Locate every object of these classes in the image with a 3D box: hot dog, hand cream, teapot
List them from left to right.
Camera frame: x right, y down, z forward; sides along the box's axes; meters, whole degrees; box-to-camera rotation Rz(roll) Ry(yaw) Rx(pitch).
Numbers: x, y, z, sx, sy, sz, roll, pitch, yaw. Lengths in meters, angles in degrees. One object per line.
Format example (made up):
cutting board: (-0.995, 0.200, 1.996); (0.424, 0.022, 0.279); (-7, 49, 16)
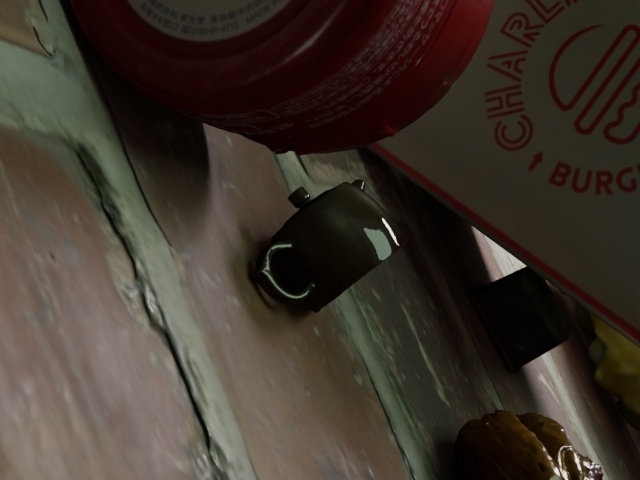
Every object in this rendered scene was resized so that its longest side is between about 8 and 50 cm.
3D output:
hand cream: (-0.023, -0.166, 0.739); (0.149, 0.230, 0.230); (8, 56, -64)
teapot: (0.000, 0.000, 0.803); (0.068, 0.076, 0.121); (52, 48, 2)
hot dog: (0.160, 0.213, 0.879); (0.160, 0.099, 0.226); (39, 32, -48)

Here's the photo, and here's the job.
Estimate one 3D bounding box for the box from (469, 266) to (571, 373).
box: (0.186, 0.069, 1.198); (0.084, 0.063, 0.060); (62, 16, 1)

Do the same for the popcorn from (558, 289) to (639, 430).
popcorn: (0.449, 0.096, 1.507); (0.292, 0.293, 0.334); (-23, 82, -41)

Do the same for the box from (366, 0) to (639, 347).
box: (0.277, -0.106, 1.148); (0.312, 0.314, 0.300); (38, 6, 24)
